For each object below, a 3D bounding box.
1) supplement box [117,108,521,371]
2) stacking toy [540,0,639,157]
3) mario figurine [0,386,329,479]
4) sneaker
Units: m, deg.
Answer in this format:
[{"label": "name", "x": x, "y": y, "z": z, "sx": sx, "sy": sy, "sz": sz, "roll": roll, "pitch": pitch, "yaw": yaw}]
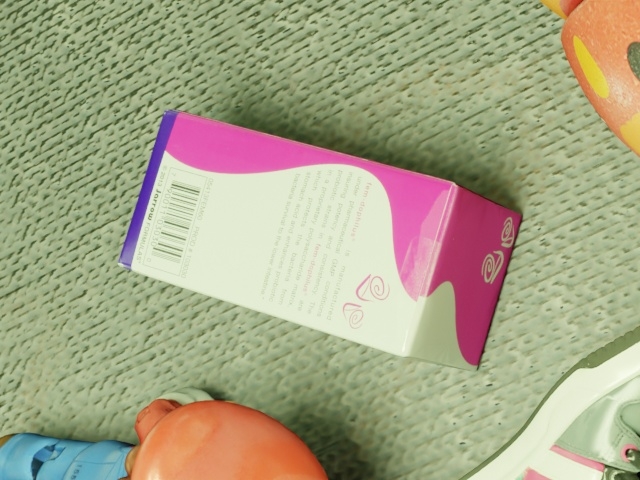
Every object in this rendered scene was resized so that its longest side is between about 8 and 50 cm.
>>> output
[{"label": "supplement box", "x": 0.000, "y": 0.000, "z": 1.252, "sx": 0.220, "sy": 0.114, "sz": 0.111, "roll": 17, "pitch": 89, "yaw": 31}, {"label": "stacking toy", "x": 0.274, "y": -0.073, "z": 0.999, "sx": 0.351, "sy": 0.350, "sz": 0.479, "roll": -21, "pitch": 77, "yaw": 24}, {"label": "mario figurine", "x": -0.097, "y": 0.194, "z": 1.236, "sx": 0.320, "sy": 0.170, "sz": 0.198, "roll": -9, "pitch": 84, "yaw": 50}, {"label": "sneaker", "x": 0.168, "y": 0.183, "z": 1.121, "sx": 0.295, "sy": 0.124, "sz": 0.178, "roll": -46, "pitch": 59, "yaw": 23}]
